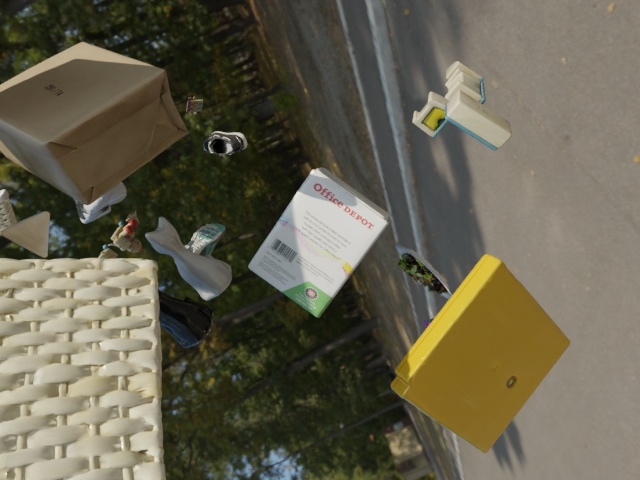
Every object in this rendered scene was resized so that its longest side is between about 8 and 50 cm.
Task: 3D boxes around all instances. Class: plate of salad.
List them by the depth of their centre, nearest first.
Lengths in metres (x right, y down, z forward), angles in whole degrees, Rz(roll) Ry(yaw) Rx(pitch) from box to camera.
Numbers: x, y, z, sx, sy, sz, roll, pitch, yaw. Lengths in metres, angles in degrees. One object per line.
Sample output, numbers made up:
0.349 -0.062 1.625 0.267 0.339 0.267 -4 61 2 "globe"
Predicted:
0.256 0.086 1.341 0.200 0.048 0.200 46 176 4 "plate of salad"

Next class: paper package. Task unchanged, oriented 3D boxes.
-0.519 -0.272 1.156 0.325 0.309 0.168 26 148 30 "paper package"

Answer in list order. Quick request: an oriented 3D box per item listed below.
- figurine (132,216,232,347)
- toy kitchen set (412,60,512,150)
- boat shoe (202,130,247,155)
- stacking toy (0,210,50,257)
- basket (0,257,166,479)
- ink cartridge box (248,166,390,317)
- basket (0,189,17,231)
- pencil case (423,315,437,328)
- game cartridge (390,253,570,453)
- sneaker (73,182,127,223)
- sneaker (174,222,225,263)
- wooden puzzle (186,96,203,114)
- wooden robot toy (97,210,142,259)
-0.301 0.076 1.094 0.209 0.092 0.214 46 -144 -26 "figurine"
0.275 -0.235 1.067 0.122 0.166 0.207 29 -138 -11 "toy kitchen set"
-0.195 -0.185 1.026 0.125 0.038 0.046 10 123 41 "boat shoe"
-0.561 0.085 0.868 0.130 0.280 0.308 9 105 51 "stacking toy"
-0.368 0.209 0.650 0.266 0.332 0.328 118 146 -50 "basket"
0.000 0.000 1.206 0.201 0.278 0.117 36 -164 2 "ink cartridge box"
-0.912 -0.059 1.405 0.113 0.167 0.103 33 138 61 "basket"
0.338 0.199 1.324 0.070 0.152 0.064 46 -161 -48 "pencil case"
0.301 0.218 0.966 0.324 0.285 0.053 41 176 -33 "game cartridge"
-0.599 -0.143 1.364 0.269 0.101 0.153 -21 101 53 "sneaker"
-0.312 0.023 1.389 0.065 0.166 0.076 28 149 28 "sneaker"
-0.407 -0.437 1.707 0.006 0.049 0.083 68 153 23 "wooden puzzle"
-0.468 0.003 1.298 0.079 0.076 0.173 49 -149 -28 "wooden robot toy"
